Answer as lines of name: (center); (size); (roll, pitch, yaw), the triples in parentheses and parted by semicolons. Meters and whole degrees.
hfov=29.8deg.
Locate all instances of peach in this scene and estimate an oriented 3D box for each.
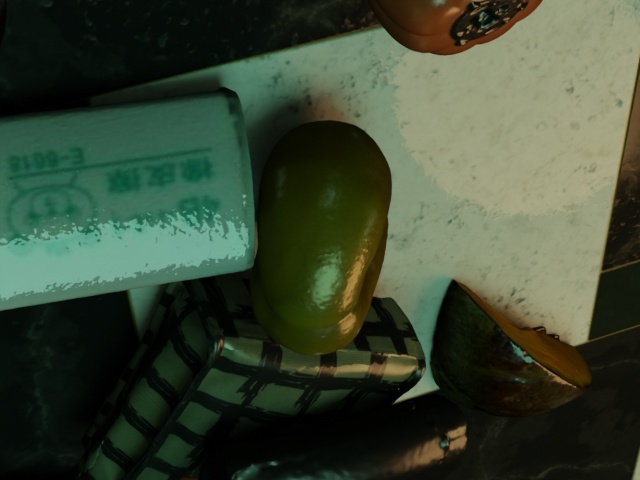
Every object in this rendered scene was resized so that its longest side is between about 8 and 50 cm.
peach: (0.000, 0.000, 1.281); (0.153, 0.251, 0.251); (1, 133, -1)

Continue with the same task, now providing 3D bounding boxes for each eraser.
eraser: (-0.216, -0.042, 1.196); (0.290, 0.104, 0.189); (-10, 102, -19)

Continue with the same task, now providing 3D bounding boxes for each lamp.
lamp: (0.125, -0.274, 1.144); (0.188, 0.164, 0.187); (-23, 161, -8)

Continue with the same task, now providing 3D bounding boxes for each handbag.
handbag: (-0.090, 0.194, 1.477); (0.325, 0.162, 0.327); (11, 127, -38)

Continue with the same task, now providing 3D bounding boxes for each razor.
razor: (0.014, 0.280, 1.435); (0.327, 0.107, 0.189); (-8, 143, -27)

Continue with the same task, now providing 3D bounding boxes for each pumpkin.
pumpkin: (0.251, 0.196, 1.664); (0.312, 0.148, 0.169); (30, 109, -38)

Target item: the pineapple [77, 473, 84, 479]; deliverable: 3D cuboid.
pineapple: (-0.338, 0.362, 1.544); (0.248, 0.128, 0.128); (-8, 134, -25)

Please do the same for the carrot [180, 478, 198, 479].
carrot: (-0.114, 0.321, 1.661); (0.257, 0.061, 0.061); (-10, 134, -21)

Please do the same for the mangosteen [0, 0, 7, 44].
mangosteen: (-0.335, -0.221, 0.951); (0.289, 0.231, 0.231); (-55, 147, -30)
